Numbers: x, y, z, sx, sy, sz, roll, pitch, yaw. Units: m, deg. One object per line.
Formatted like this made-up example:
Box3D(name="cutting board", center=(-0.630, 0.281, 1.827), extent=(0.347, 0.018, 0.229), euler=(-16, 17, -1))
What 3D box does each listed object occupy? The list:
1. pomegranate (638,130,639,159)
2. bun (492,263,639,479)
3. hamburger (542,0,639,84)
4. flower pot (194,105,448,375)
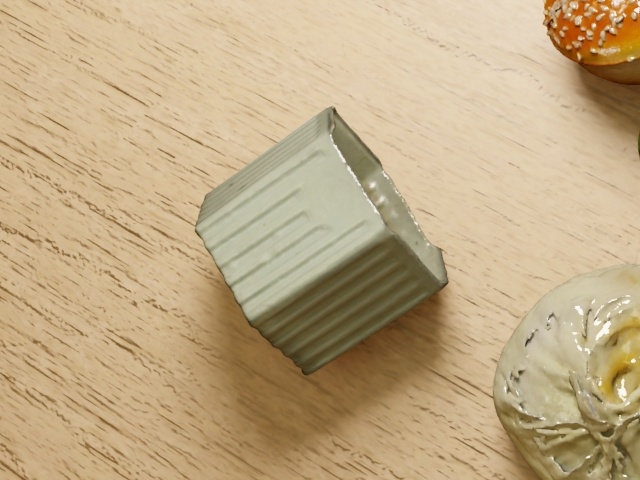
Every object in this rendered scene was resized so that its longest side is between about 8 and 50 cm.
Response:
Box3D(name="pomegranate", center=(0.399, -0.097, 1.565), extent=(0.187, 0.225, 0.187), euler=(-12, 67, 29))
Box3D(name="bun", center=(0.321, 0.156, 1.595), extent=(0.287, 0.146, 0.287), euler=(-2, 83, 15))
Box3D(name="hamburger", center=(0.339, -0.261, 1.623), extent=(0.237, 0.147, 0.237), euler=(-20, 37, 16))
Box3D(name="flower pot", center=(0.000, 0.000, 1.684), extent=(0.190, 0.209, 0.239), euler=(-35, 75, 10))
